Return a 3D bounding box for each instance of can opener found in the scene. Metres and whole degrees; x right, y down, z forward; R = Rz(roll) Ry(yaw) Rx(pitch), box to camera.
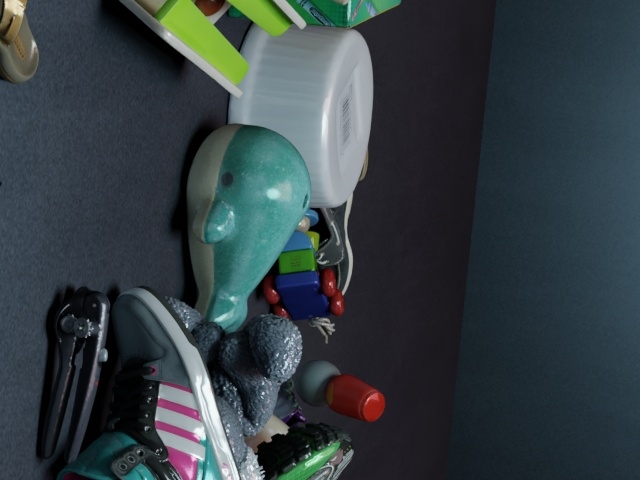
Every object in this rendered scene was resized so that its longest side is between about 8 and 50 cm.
[{"bbox_3d":[-0.252,0.140,1.634,0.073,0.059,0.186,18,79,-75],"label":"can opener"}]

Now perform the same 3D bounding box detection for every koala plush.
[{"bbox_3d":[-0.130,0.214,1.878,0.203,0.196,0.221,89,10,-62],"label":"koala plush"}]

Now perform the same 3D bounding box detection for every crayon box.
[{"bbox_3d":[0.000,-0.348,2.116,0.278,0.165,0.081,-40,135,-67],"label":"crayon box"}]

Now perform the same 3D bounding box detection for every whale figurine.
[{"bbox_3d":[-0.090,-0.009,1.990,0.216,0.141,0.272,8,90,-75],"label":"whale figurine"}]

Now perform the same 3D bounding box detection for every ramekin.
[{"bbox_3d":[-0.021,-0.174,2.179,0.277,0.135,0.277,7,90,-74],"label":"ramekin"}]

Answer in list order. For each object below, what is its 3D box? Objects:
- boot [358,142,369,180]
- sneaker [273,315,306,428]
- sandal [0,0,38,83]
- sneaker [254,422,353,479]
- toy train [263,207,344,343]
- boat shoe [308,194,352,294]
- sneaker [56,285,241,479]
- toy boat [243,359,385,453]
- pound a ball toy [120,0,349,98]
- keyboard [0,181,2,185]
[{"bbox_3d":[0.009,-0.148,2.439,0.137,0.077,0.198,-59,139,-46],"label":"boot"},{"bbox_3d":[-0.057,0.222,2.290,0.083,0.098,0.224,59,40,-67],"label":"sneaker"},{"bbox_3d":[-0.278,-0.202,1.403,0.180,0.049,0.072,70,31,-59],"label":"sandal"},{"bbox_3d":[-0.074,0.371,1.959,0.343,0.146,0.134,-50,-165,1],"label":"sneaker"},{"bbox_3d":[-0.021,0.052,2.383,0.248,0.105,0.143,68,16,-67],"label":"toy train"},{"bbox_3d":[0.000,0.000,2.465,0.079,0.084,0.233,-36,138,-42],"label":"boat shoe"},{"bbox_3d":[-0.211,0.206,1.717,0.178,0.124,0.295,-16,81,-40],"label":"sneaker"},{"bbox_3d":[-0.055,0.295,2.149,0.318,0.148,0.267,-45,129,-24],"label":"toy boat"},{"bbox_3d":[-0.098,-0.299,1.784,0.208,0.136,0.319,-47,164,4],"label":"pound a ball toy"},{"bbox_3d":[-0.324,-0.069,1.354,0.180,0.023,0.108,66,41,-63],"label":"keyboard"}]
